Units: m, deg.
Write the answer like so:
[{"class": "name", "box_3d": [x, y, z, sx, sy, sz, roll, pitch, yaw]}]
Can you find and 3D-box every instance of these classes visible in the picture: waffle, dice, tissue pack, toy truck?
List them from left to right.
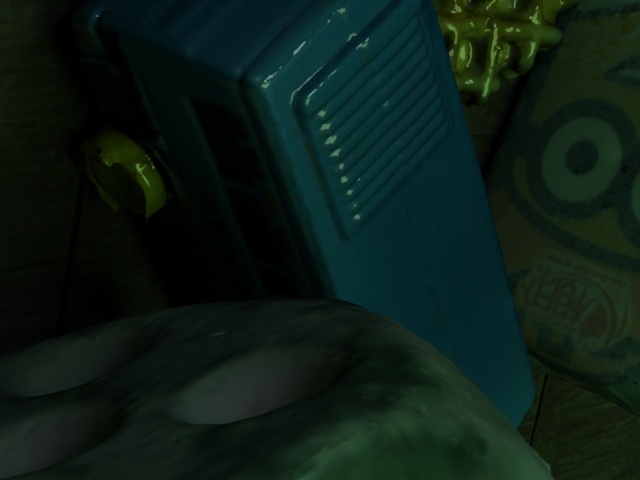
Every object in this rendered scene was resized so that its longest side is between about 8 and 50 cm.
[{"class": "dice", "box_3d": [-0.072, 0.230, 0.794, 0.348, 0.330, 0.328, -29, 110, -38]}, {"class": "toy truck", "box_3d": [0.000, 0.000, 0.953, 0.161, 0.162, 0.385, -45, 138, -27]}, {"class": "waffle", "box_3d": [0.091, -0.190, 1.046, 0.223, 0.054, 0.204, -50, 129, -19]}, {"class": "tissue pack", "box_3d": [0.236, -0.040, 1.156, 0.128, 0.228, 0.311, 22, 92, -53]}]
